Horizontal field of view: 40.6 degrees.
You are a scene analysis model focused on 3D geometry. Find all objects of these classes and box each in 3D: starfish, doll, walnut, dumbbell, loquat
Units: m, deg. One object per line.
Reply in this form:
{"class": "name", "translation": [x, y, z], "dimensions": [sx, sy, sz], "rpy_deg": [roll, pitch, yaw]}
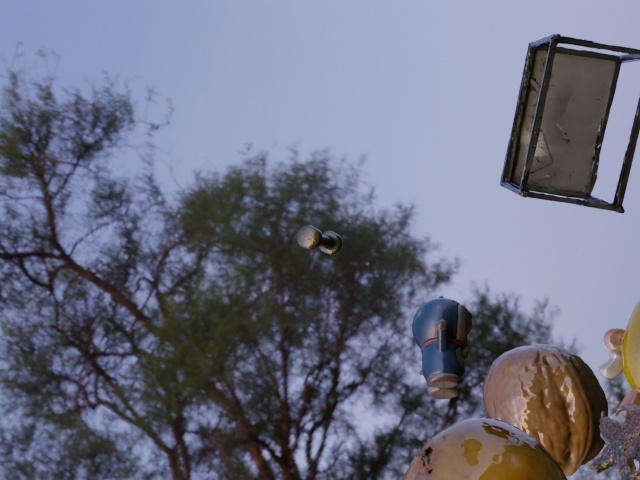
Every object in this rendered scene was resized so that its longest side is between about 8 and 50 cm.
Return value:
{"class": "starfish", "translation": [0.567, 0.385, 1.620], "dimensions": [0.053, 0.210, 0.150], "rpy_deg": [41, -79, -17]}
{"class": "doll", "translation": [0.171, 0.142, 1.213], "dimensions": [0.114, 0.085, 0.152], "rpy_deg": [82, -170, -51]}
{"class": "walnut", "translation": [0.560, 0.419, 2.147], "dimensions": [0.333, 0.332, 0.333], "rpy_deg": [-35, -44, -42]}
{"class": "dumbbell", "translation": [0.000, 0.000, 1.703], "dimensions": [0.118, 0.052, 0.046], "rpy_deg": [14, -80, -64]}
{"class": "loquat", "translation": [0.237, 0.391, 1.254], "dimensions": [0.263, 0.263, 0.263], "rpy_deg": [-35, -44, -42]}
{"class": "doll", "translation": [0.786, 0.301, 1.918], "dimensions": [0.423, 0.348, 0.161], "rpy_deg": [-41, -20, -6]}

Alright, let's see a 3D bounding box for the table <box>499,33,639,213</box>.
{"class": "table", "translation": [0.544, -0.253, 1.861], "dimensions": [0.272, 0.222, 0.335], "rpy_deg": [-78, -3, -81]}
